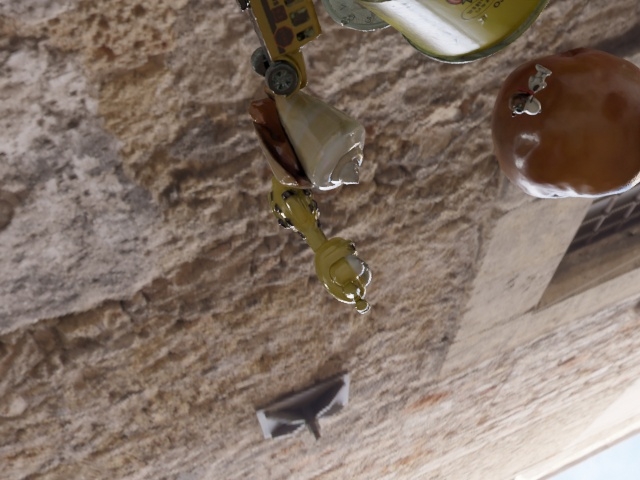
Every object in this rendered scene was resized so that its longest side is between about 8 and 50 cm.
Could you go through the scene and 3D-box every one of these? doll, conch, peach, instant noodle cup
[{"bbox_3d":[0.001,-0.001,1.259,0.086,0.117,0.291,-37,-107,5],"label":"doll"},{"bbox_3d":[0.338,-0.241,1.182,0.058,0.085,0.040,2,-153,-11],"label":"doll"},{"bbox_3d":[-0.012,-0.168,1.225,0.158,0.127,0.255,-47,-128,17],"label":"conch"},{"bbox_3d":[0.534,-0.248,1.532,0.343,0.343,0.301,-9,-80,-4],"label":"peach"},{"bbox_3d":[0.171,-0.456,1.114,0.254,0.325,0.325,1,-131,-50],"label":"instant noodle cup"}]

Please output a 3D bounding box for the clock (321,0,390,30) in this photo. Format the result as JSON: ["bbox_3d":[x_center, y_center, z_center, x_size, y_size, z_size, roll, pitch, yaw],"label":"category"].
[{"bbox_3d":[0.117,-0.603,1.798,0.236,0.053,0.236,-2,-113,4],"label":"clock"}]

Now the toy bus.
[{"bbox_3d":[-0.084,-0.385,1.087,0.123,0.335,0.121,-24,-148,-3],"label":"toy bus"}]
